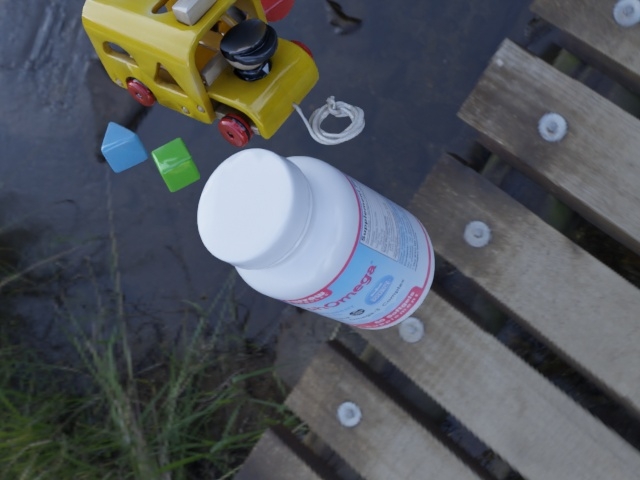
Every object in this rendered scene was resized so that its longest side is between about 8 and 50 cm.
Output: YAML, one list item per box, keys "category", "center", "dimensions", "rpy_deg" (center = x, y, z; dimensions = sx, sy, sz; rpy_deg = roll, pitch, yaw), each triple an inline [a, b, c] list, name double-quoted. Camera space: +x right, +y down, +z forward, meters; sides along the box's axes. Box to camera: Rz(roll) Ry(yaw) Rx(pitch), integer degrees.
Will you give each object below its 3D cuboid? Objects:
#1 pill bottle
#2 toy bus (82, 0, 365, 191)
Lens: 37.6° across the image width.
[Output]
- category: "pill bottle"
  center: [0.000, 0.000, 0.580]
  dimensions: [0.087, 0.160, 0.087]
  rpy_deg: [-10, 70, 31]
- category: "toy bus"
  center: [-0.087, -0.154, 0.733]
  dimensions: [0.202, 0.104, 0.190]
  rpy_deg: [-16, 55, 3]
